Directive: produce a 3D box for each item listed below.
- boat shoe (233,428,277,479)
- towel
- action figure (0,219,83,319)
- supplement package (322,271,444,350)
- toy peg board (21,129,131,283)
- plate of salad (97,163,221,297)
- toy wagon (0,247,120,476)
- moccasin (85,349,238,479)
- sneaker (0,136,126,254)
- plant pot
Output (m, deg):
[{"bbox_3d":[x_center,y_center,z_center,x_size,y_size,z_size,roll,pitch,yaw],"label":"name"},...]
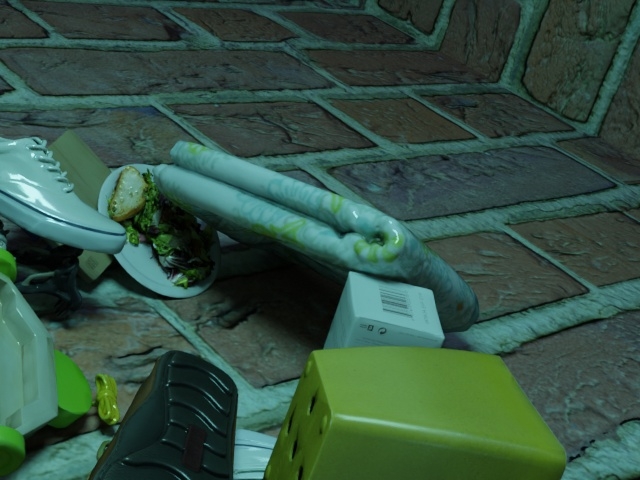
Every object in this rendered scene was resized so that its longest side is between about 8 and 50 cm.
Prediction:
[{"bbox_3d":[-0.004,0.256,1.127,0.226,0.083,0.075,8,36,4],"label":"boat shoe"},{"bbox_3d":[0.000,0.000,1.444,0.374,0.090,0.320,21,-5,30],"label":"towel"},{"bbox_3d":[-0.408,0.022,1.252,0.276,0.141,0.164,21,22,-34],"label":"action figure"},{"bbox_3d":[0.059,0.144,1.257,0.105,0.179,0.105,13,26,-10],"label":"supplement package"},{"bbox_3d":[-0.332,-0.032,1.448,0.161,0.079,0.160,47,38,-11],"label":"toy peg board"},{"bbox_3d":[-0.205,-0.018,1.474,0.200,0.048,0.199,29,44,-33],"label":"plate of salad"},{"bbox_3d":[-0.337,0.105,1.073,0.344,0.068,0.267,40,21,-40],"label":"toy wagon"},{"bbox_3d":[-0.161,0.236,0.991,0.139,0.147,0.380,27,18,-14],"label":"moccasin"},{"bbox_3d":[-0.331,-0.069,1.261,0.258,0.091,0.094,27,8,-8],"label":"sneaker"},{"bbox_3d":[0.062,0.209,0.978,0.187,0.212,0.212,17,15,-13],"label":"plant pot"}]
